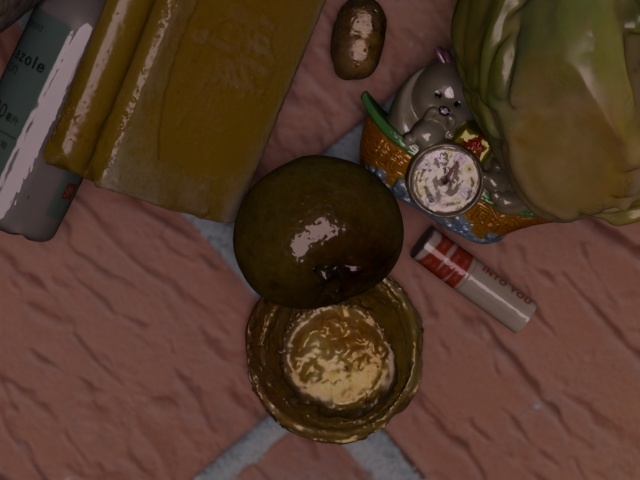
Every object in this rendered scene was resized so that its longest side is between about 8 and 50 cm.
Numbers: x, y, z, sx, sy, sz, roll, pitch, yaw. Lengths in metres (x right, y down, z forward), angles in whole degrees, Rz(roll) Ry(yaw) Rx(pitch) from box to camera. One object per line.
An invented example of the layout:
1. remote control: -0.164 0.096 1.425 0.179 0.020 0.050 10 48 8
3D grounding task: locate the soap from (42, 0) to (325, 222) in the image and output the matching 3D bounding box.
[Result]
1. soap: -0.105 -0.182 1.570 0.199 0.091 0.315 18 97 -47

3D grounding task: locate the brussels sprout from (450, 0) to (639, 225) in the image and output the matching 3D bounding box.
1. brussels sprout: 0.271 -0.181 1.517 0.344 0.268 0.344 14 61 -28

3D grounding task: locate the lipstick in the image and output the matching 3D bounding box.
1. lipstick: 0.151 0.039 1.694 0.131 0.038 0.038 36 95 -8

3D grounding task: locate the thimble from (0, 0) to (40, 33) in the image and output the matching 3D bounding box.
1. thimble: -0.354 -0.265 1.512 0.245 0.157 0.217 -27 105 36

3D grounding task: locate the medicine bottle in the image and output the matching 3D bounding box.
1. medicine bottle: -0.225 -0.175 1.604 0.110 0.110 0.351 26 96 -7

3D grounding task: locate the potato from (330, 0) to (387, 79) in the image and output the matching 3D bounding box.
1. potato: 0.036 -0.194 1.652 0.051 0.040 0.083 13 97 7

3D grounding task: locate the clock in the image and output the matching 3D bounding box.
1. clock: 0.142 -0.086 1.643 0.231 0.103 0.144 31 104 -6

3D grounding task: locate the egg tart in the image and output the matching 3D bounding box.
1. egg tart: 0.015 0.110 1.683 0.191 0.074 0.191 0 97 -1

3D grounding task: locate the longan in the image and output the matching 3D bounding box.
1. longan: 0.000 0.000 1.592 0.155 0.176 0.145 -43 127 13
